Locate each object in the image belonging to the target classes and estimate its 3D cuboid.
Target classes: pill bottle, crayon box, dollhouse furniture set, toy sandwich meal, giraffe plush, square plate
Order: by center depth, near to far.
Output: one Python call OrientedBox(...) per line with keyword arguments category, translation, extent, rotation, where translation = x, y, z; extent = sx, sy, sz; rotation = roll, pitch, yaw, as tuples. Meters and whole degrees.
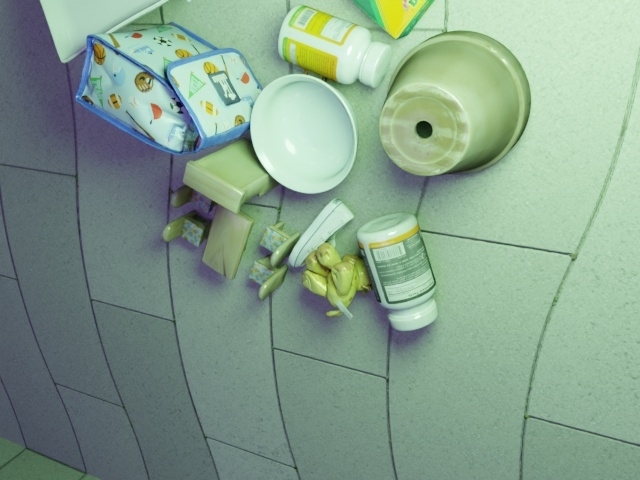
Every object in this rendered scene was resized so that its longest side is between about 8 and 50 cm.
OrientedBox(category="crayon box", translation=(0.199, -0.595, 1.321), extent=(0.165, 0.081, 0.278), rotation=(44, 126, 4))
OrientedBox(category="pill bottle", translation=(0.036, -0.448, 1.447), extent=(0.246, 0.136, 0.136), rotation=(26, 123, 16))
OrientedBox(category="toy sandwich meal", translation=(-0.010, -0.426, 1.548), extent=(0.086, 0.029, 0.085), rotation=(12, 118, 23))
OrientedBox(category="pill bottle", translation=(0.205, 0.080, 1.595), extent=(0.162, 0.162, 0.278), rotation=(-9, 109, 32))
OrientedBox(category="square plate", translation=(-0.570, -0.673, 1.602), extent=(0.344, 0.049, 0.347), rotation=(-27, 75, 11))
OrientedBox(category="giraffe plush", translation=(0.078, 0.094, 1.674), extent=(0.210, 0.171, 0.181), rotation=(58, 140, 8))
OrientedBox(category="dollhouse furniture set", translation=(-0.265, -0.052, 1.728), extent=(0.362, 0.256, 0.394), rotation=(31, 124, 13))

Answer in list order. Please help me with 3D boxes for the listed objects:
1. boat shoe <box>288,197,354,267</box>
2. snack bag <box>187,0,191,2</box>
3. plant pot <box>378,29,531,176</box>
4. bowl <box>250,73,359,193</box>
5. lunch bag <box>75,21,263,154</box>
OrientedBox(category="boat shoe", translation=(0.000, 0.000, 1.708), extent=(0.084, 0.095, 0.258), rotation=(43, 127, 9))
OrientedBox(category="snack bag", translation=(-0.296, -0.784, 1.409), extent=(0.343, 0.037, 0.323), rotation=(-33, 96, 33))
OrientedBox(category="plant pot", translation=(0.260, -0.270, 1.324), extent=(0.323, 0.280, 0.323), rotation=(12, 117, 24))
OrientedBox(category="bowl", translation=(-0.019, -0.279, 1.560), extent=(0.298, 0.134, 0.297), rotation=(12, 118, 23))
OrientedBox(category="lunch bag", translation=(-0.353, -0.383, 1.577), extent=(0.386, 0.328, 0.238), rotation=(34, 126, 12))
